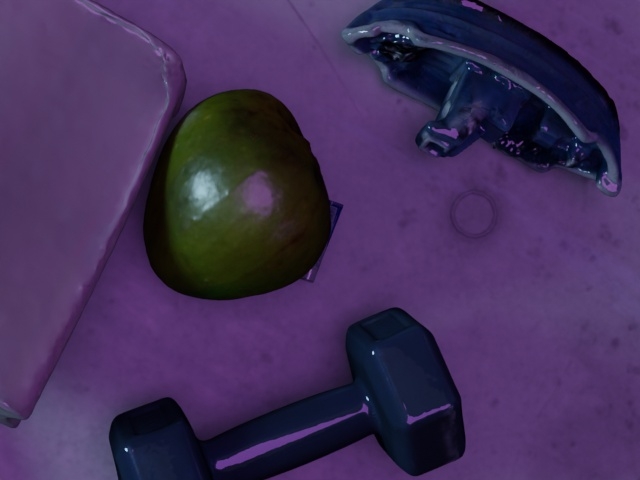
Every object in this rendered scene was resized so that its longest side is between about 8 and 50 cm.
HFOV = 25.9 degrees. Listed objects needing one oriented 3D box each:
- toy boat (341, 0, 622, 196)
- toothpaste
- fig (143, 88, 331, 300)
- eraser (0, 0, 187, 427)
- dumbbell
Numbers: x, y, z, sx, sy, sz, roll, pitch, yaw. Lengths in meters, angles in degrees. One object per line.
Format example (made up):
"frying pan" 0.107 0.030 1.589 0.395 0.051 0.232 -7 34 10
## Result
"toy boat" 0.159 -0.130 1.327 0.309 0.129 0.142 29 69 -7
"toothpaste" 0.000 0.000 1.358 0.024 0.015 0.083 18 80 -8
"fig" -0.079 -0.033 1.266 0.191 0.181 0.181 -43 97 10
"eraser" -0.298 -0.056 1.205 0.272 0.122 0.359 28 70 -9
"dumbbell" -0.031 0.181 1.276 0.316 0.143 0.156 -20 136 -10
